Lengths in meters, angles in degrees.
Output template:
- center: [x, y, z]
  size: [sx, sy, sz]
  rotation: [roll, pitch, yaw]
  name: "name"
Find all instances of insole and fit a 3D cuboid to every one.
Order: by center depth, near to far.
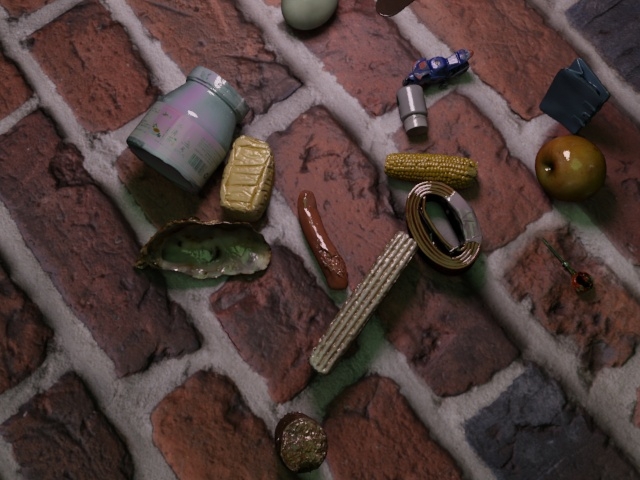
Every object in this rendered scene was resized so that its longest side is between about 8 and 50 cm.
- center: [0.301, -0.811, 1.835]
  size: [0.328, 0.007, 0.111]
  rotation: [-43, 77, -7]
  name: "insole"

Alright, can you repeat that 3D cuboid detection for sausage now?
- center: [0.000, 0.000, 1.627]
  size: [0.078, 0.078, 0.304]
  rotation: [-24, 75, -2]
  name: "sausage"

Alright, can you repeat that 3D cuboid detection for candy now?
- center: [0.664, 0.063, 1.591]
  size: [0.055, 0.049, 0.185]
  rotation: [-32, 68, -11]
  name: "candy"

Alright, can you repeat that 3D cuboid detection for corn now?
- center: [0.309, -0.200, 1.645]
  size: [0.260, 0.091, 0.091]
  rotation: [9, 118, 6]
  name: "corn"

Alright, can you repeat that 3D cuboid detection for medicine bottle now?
- center: [-0.358, -0.312, 1.641]
  size: [0.245, 0.245, 0.290]
  rotation: [31, 78, 10]
  name: "medicine bottle"
- center: [0.267, -0.374, 1.695]
  size: [0.080, 0.080, 0.130]
  rotation: [-8, 77, 2]
  name: "medicine bottle"

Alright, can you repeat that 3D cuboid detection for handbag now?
- center: [0.691, -0.385, 1.598]
  size: [0.057, 0.221, 0.144]
  rotation: [-38, 76, -7]
  name: "handbag"

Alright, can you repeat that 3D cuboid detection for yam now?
- center: [-0.052, 0.491, 1.436]
  size: [0.129, 0.238, 0.128]
  rotation: [33, 74, 4]
  name: "yam"

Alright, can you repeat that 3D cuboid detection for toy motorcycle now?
- center: [0.337, -0.495, 1.702]
  size: [0.205, 0.114, 0.076]
  rotation: [-15, 75, 0]
  name: "toy motorcycle"

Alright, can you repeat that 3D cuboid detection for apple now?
- center: [0.676, -0.193, 1.584]
  size: [0.155, 0.182, 0.183]
  rotation: [-5, 76, -16]
  name: "apple"

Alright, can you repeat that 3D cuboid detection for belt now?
- center: [0.334, -0.036, 1.600]
  size: [0.184, 0.105, 0.261]
  rotation: [-31, 73, -2]
  name: "belt"

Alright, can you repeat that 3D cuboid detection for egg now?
- center: [-0.029, -0.717, 1.760]
  size: [0.192, 0.149, 0.149]
  rotation: [-40, 77, -9]
  name: "egg"

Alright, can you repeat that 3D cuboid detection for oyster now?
- center: [-0.335, -0.001, 1.604]
  size: [0.395, 0.204, 0.111]
  rotation: [-1, 40, 1]
  name: "oyster"

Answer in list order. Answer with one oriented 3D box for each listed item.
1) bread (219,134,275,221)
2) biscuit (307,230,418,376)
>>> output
- center: [-0.203, -0.171, 1.663]
  size: [0.139, 0.106, 0.237]
  rotation: [11, 77, 7]
  name: "bread"
- center: [0.111, 0.170, 1.548]
  size: [0.078, 0.144, 0.426]
  rotation: [36, 79, 9]
  name: "biscuit"
